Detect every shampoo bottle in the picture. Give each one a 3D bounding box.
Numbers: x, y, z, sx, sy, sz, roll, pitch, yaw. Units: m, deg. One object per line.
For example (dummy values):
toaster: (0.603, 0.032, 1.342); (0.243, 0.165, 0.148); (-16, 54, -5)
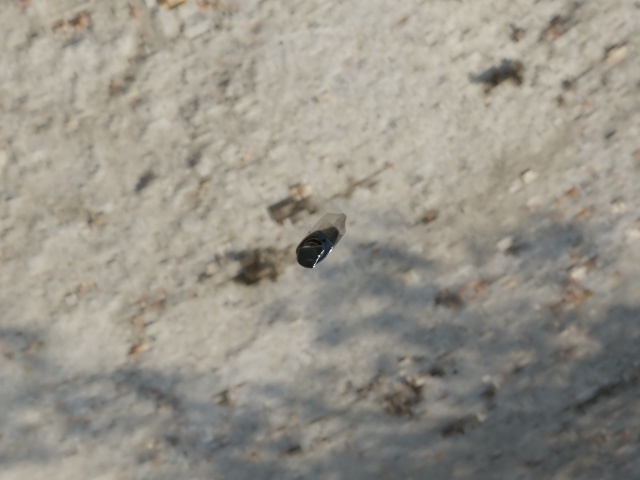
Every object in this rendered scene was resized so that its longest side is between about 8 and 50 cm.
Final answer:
shampoo bottle: (0.000, 0.000, 1.177); (0.048, 0.027, 0.137); (-43, -178, 16)
